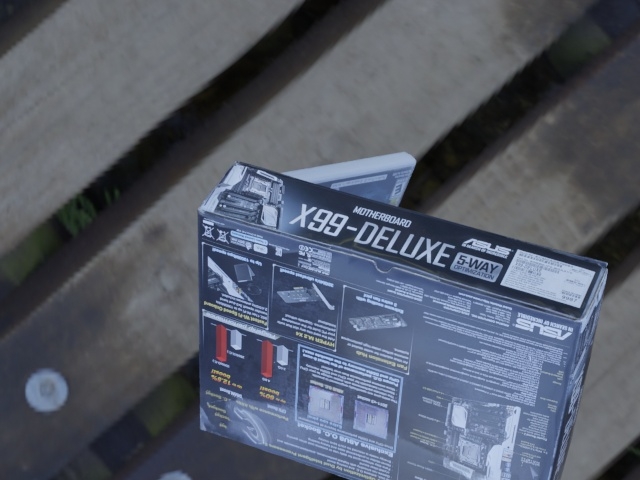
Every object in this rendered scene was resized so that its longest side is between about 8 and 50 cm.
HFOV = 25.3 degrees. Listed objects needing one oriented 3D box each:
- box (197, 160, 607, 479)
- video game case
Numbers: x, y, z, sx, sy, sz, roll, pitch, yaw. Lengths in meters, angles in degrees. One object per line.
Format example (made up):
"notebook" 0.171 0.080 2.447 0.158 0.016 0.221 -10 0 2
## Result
"box" 0.054 0.090 1.136 0.307 0.076 0.242 15 130 16
"video game case" 0.000 0.000 1.396 0.190 0.022 0.173 -13 134 -46
